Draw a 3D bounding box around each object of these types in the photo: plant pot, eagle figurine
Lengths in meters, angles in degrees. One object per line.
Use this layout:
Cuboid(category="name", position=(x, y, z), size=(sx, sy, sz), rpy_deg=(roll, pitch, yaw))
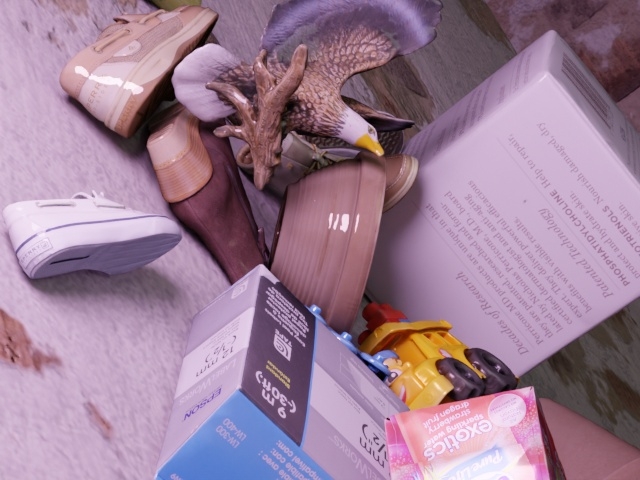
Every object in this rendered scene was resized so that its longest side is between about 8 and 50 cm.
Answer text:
Cuboid(category="plant pot", position=(-0.208, -0.352, 1.954), size=(0.079, 0.083, 0.083), rpy_deg=(49, 17, -48))
Cuboid(category="plant pot", position=(0.000, 0.000, 1.692), size=(0.109, 0.237, 0.237), rpy_deg=(12, 29, -4))
Cuboid(category="plant pot", position=(0.321, 0.328, 1.780), size=(0.229, 0.263, 0.263), rpy_deg=(45, 13, 36))
Cuboid(category="eagle figurine", position=(0.000, -0.177, 1.628), size=(0.225, 0.226, 0.298), rpy_deg=(62, 38, -14))

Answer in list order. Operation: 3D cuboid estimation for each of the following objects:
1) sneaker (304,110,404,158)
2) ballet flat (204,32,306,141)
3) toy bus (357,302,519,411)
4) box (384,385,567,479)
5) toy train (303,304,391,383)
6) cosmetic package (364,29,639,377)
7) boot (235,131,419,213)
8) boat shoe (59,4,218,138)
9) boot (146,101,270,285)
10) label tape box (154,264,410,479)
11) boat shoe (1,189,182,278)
Cuboid(category="sneaker", position=(-0.024, -0.165, 2.041), size=(0.290, 0.123, 0.106), rpy_deg=(16, 78, -35))
Cuboid(category="ballet flat", position=(-0.116, -0.193, 1.887), size=(0.250, 0.084, 0.058), rpy_deg=(50, 35, -3))
Cuboid(category="toy bus", position=(0.111, 0.163, 1.718), size=(0.211, 0.149, 0.220), rpy_deg=(47, 20, 22))
Cuboid(category="box", position=(0.177, 0.289, 1.404), size=(0.300, 0.154, 0.142), rpy_deg=(64, 18, -51))
Cuboid(category="toy train", position=(0.001, 0.131, 1.585), size=(0.184, 0.080, 0.105), rpy_deg=(38, -6, -18))
Cuboid(category="cosmetic package", position=(0.277, -0.038, 2.011), size=(0.327, 0.393, 0.329), rpy_deg=(49, 21, -8))
Cuboid(category="boot", position=(0.007, -0.097, 1.822), size=(0.165, 0.213, 0.077), rpy_deg=(38, 54, -31))
Cuboid(category="boat shoe", position=(-0.212, -0.231, 1.675), size=(0.110, 0.122, 0.341), rpy_deg=(30, 23, -2))
Cuboid(category="boot", position=(-0.128, -0.066, 1.683), size=(0.207, 0.090, 0.248), rpy_deg=(60, 17, -17))
Cuboid(category="label tape box", position=(-0.027, 0.215, 1.364), size=(0.249, 0.115, 0.348), rpy_deg=(46, 20, -19))
Cuboid(category="boat shoe", position=(-0.219, -0.016, 1.367), size=(0.076, 0.083, 0.226), rpy_deg=(59, 22, 13))
